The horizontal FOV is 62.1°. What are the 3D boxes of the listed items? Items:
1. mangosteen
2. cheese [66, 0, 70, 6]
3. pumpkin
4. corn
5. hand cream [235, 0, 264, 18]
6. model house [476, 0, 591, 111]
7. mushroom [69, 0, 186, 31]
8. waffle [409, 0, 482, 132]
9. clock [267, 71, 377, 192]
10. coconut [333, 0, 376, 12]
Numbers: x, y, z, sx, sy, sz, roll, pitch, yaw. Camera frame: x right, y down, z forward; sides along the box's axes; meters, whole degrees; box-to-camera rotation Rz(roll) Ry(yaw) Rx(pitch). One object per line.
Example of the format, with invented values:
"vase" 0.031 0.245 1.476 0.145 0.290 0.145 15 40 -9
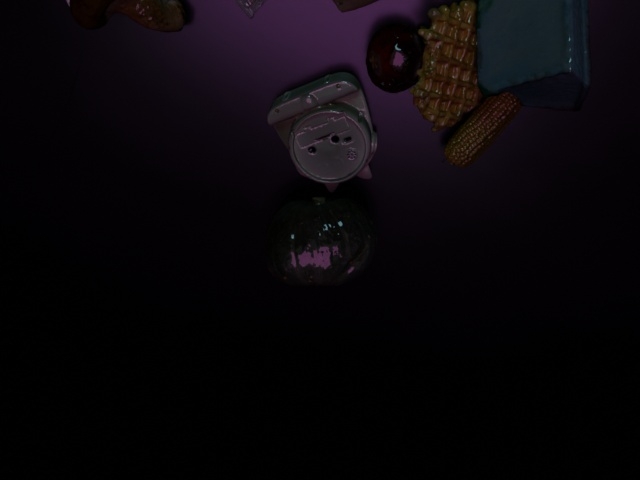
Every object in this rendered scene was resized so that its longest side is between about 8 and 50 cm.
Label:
"mangosteen" 0.207 -0.459 1.338 0.180 0.166 0.166 -15 123 -13
"cheese" -0.665 -0.706 1.313 0.127 0.054 0.251 -11 121 11
"pumpkin" 0.000 0.000 1.565 0.328 0.291 0.257 -7 101 -2
"corn" 0.449 -0.316 1.433 0.101 0.101 0.310 33 114 -15
"hand cream" -0.120 -0.663 1.296 0.084 0.050 0.257 40 120 -22
"model house" 0.533 -0.459 1.265 0.230 0.249 0.280 -3 84 44
"mushroom" -0.455 -0.606 1.246 0.255 0.267 0.267 15 122 -4
"waffle" 0.324 -0.428 1.315 0.282 0.058 0.300 -27 124 -27
"clock" 0.027 -0.282 1.484 0.265 0.108 0.324 -19 119 16
"coconut" 0.075 -0.634 1.208 0.224 0.224 0.224 2 122 4
